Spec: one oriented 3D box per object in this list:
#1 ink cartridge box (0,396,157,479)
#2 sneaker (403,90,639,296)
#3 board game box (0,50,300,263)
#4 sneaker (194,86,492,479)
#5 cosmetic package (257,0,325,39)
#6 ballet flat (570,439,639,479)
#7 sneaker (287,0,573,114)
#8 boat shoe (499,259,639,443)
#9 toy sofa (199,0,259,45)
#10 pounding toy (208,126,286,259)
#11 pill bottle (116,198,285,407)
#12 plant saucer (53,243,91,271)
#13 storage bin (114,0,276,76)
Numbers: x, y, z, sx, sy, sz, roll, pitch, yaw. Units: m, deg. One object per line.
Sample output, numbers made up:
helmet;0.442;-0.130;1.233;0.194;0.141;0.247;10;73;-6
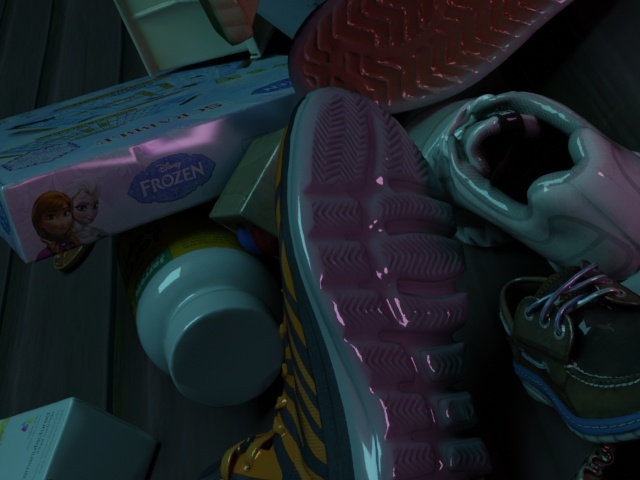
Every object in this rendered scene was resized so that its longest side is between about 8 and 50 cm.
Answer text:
ink cartridge box;-0.253;0.236;0.950;0.212;0.093;0.154;-22;43;48
sneaker;0.114;-0.049;0.661;0.110;0.118;0.292;-57;27;1
board game box;-0.150;-0.092;0.971;0.318;0.066;0.318;-21;20;-20
sneaker;-0.008;0.083;0.621;0.180;0.124;0.321;-28;63;44
cosmetic package;0.087;-0.349;0.976;0.197;0.155;0.366;-17;47;54
ballet flat;0.199;0.079;0.455;0.249;0.058;0.084;-32;37;37
sneaker;0.109;-0.186;0.793;0.302;0.108;0.121;-31;14;0
boat shoe;0.125;0.048;0.526;0.066;0.066;0.183;-33;5;-11
toy sofa;0.044;-0.290;0.713;0.362;0.177;0.150;-30;17;-1
pounding toy;0.000;0.000;0.790;0.100;0.141;0.130;-60;14;-9
pill bottle;-0.096;0.043;0.883;0.118;0.117;0.208;-50;29;10
plant saucer;-0.298;0.002;1.344;0.083;0.013;0.084;-37;33;30
storage bin;-0.129;-0.341;1.100;0.123;0.260;0.262;-11;31;21
